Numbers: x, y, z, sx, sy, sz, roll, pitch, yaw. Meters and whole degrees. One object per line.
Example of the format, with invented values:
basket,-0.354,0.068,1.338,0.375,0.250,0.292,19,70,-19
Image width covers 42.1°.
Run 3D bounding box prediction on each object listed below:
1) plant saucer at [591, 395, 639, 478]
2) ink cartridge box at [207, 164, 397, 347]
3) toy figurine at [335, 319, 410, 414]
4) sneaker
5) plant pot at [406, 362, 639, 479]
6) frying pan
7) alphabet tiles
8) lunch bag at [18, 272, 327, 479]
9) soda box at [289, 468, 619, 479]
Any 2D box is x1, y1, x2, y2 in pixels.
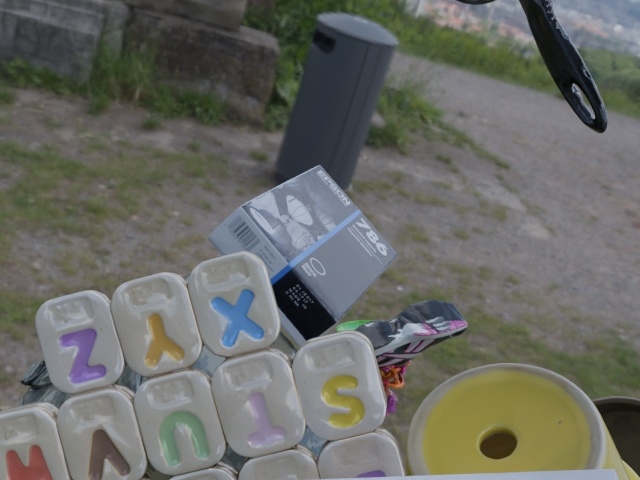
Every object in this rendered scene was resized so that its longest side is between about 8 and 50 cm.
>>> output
plant saucer,0.456,0.368,1.219,0.041,0.278,0.278,5,24,-47
ink cartridge box,0.000,0.000,1.025,0.165,0.065,0.333,49,23,0
toy figurine,0.102,0.233,1.422,0.130,0.159,0.173,-6,11,-35
sneaker,0.134,0.148,1.261,0.178,0.077,0.072,-13,43,0
plant pot,0.180,0.247,0.755,0.254,0.239,0.254,-13,39,10
frying pan,0.164,-0.263,0.688,0.053,0.197,0.326,-25,57,-23
alphabet tiles,-0.088,0.158,0.577,0.284,0.278,0.021,-14,3,5
lunch bag,-0.147,0.215,0.896,0.305,0.256,0.212,51,39,-21
soda box,0.055,0.176,0.455,0.216,0.074,0.069,-7,41,16
